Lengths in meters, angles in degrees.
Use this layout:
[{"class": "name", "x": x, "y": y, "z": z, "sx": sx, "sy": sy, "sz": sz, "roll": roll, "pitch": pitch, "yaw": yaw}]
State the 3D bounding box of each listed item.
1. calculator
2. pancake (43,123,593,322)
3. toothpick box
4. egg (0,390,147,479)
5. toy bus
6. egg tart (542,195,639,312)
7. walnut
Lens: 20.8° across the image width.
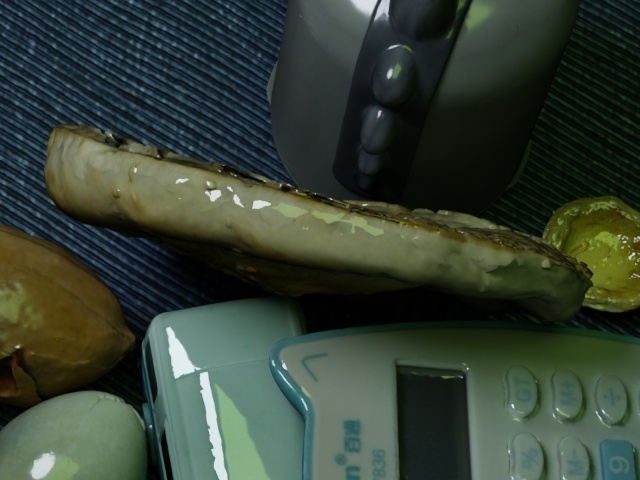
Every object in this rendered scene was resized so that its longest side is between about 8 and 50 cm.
[{"class": "calculator", "x": 0.156, "y": 0.172, "z": 1.119, "sx": 0.386, "sy": 0.054, "sz": 0.256, "roll": 4, "pitch": 58, "yaw": -7}, {"class": "pancake", "x": -0.001, "y": 0.000, "z": 1.184, "sx": 0.387, "sy": 0.387, "sz": 0.082, "roll": 13, "pitch": 89, "yaw": 0}, {"class": "toothpick box", "x": 0.071, "y": -0.142, "z": 1.271, "sx": 0.229, "sy": 0.316, "sz": 0.229, "roll": 2, "pitch": 67, "yaw": -4}, {"class": "egg", "x": -0.183, "y": 0.173, "z": 1.216, "sx": 0.114, "sy": 0.114, "sz": 0.152, "roll": 40, "pitch": 84, "yaw": 11}, {"class": "toy bus", "x": -0.047, "y": 0.179, "z": 1.201, "sx": 0.133, "sy": 0.165, "sz": 0.271, "roll": -9, "pitch": 68, "yaw": -9}, {"class": "egg tart", "x": 0.220, "y": 0.015, "z": 1.367, "sx": 0.105, "sy": 0.039, "sz": 0.105, "roll": 2, "pitch": 66, "yaw": -5}, {"class": "walnut", "x": -0.253, "y": 0.048, "z": 1.258, "sx": 0.245, "sy": 0.137, "sz": 0.137, "roll": 17, "pitch": 66, "yaw": 5}]
